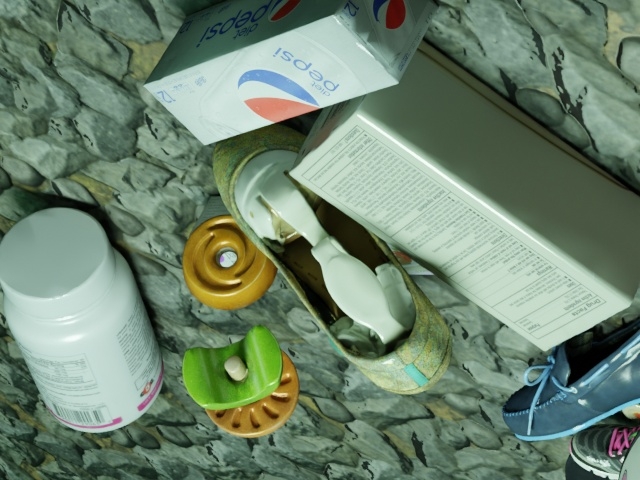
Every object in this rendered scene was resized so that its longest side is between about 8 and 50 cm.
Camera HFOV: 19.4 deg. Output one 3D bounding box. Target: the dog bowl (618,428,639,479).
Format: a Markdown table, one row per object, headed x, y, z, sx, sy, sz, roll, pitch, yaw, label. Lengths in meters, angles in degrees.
| x | y | z | sx | sy | sz | roll | pitch | yaw | label |
| --- | --- | --- | --- | --- | --- | --- | --- | --- | --- |
| 0.479 | 0.334 | 1.864 | 0.408 | 0.150 | 0.408 | 12 | 125 | 18 | dog bowl |

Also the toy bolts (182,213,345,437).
| x | y | z | sx | sy | sz | roll | pitch | yaw | label |
| --- | --- | --- | --- | --- | --- | --- | --- | --- | --- |
| -0.024 | 0.081 | 1.927 | 0.228 | 0.218 | 0.158 | -15 | 157 | 6 | toy bolts |

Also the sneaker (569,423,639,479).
| x | y | z | sx | sy | sz | roll | pitch | yaw | label |
| --- | --- | --- | --- | --- | --- | --- | --- | --- | --- |
| 0.346 | 0.217 | 1.992 | 0.170 | 0.063 | 0.075 | 7 | 144 | 25 | sneaker |

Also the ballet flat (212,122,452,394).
| x | y | z | sx | sy | sz | roll | pitch | yaw | label |
| --- | --- | --- | --- | --- | --- | --- | --- | --- | --- |
| 0.000 | 0.000 | 1.799 | 0.348 | 0.123 | 0.123 | 52 | 158 | 22 | ballet flat |

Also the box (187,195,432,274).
| x | y | z | sx | sy | sz | roll | pitch | yaw | label |
| --- | --- | --- | --- | --- | --- | --- | --- | --- | --- |
| 0.004 | -0.007 | 1.955 | 0.324 | 0.067 | 0.063 | -1 | 140 | 40 | box |

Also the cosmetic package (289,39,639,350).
| x | y | z | sx | sy | sz | roll | pitch | yaw | label |
| --- | --- | --- | --- | --- | --- | --- | --- | --- | --- |
| 0.145 | -0.042 | 1.737 | 0.309 | 0.113 | 0.160 | 34 | 150 | -11 | cosmetic package |

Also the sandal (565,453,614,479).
| x | y | z | sx | sy | sz | roll | pitch | yaw | label |
| --- | --- | --- | --- | --- | --- | --- | --- | --- | --- |
| 0.321 | 0.322 | 2.204 | 0.097 | 0.054 | 0.254 | 13 | 147 | 24 | sandal |

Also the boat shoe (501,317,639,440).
| x | y | z | sx | sy | sz | roll | pitch | yaw | label |
| --- | --- | --- | --- | --- | --- | --- | --- | --- | --- |
| 0.279 | 0.125 | 1.919 | 0.258 | 0.109 | 0.089 | -31 | 110 | 38 | boat shoe |

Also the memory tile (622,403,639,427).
| x | y | z | sx | sy | sz | roll | pitch | yaw | label |
| --- | --- | --- | --- | --- | --- | --- | --- | --- | --- |
| 0.400 | 0.219 | 2.025 | 0.113 | 0.012 | 0.148 | -3 | 138 | 43 | memory tile |

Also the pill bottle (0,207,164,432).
| x | y | z | sx | sy | sz | roll | pitch | yaw | label |
| --- | --- | --- | --- | --- | --- | --- | --- | --- | --- |
| -0.292 | 0.096 | 2.263 | 0.160 | 0.160 | 0.283 | 17 | 148 | 20 | pill bottle |

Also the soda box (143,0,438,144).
| x | y | z | sx | sy | sz | roll | pitch | yaw | label |
| --- | --- | --- | --- | --- | --- | --- | --- | --- | --- |
| -0.032 | -0.174 | 1.697 | 0.091 | 0.098 | 0.286 | 44 | 146 | -26 | soda box |
